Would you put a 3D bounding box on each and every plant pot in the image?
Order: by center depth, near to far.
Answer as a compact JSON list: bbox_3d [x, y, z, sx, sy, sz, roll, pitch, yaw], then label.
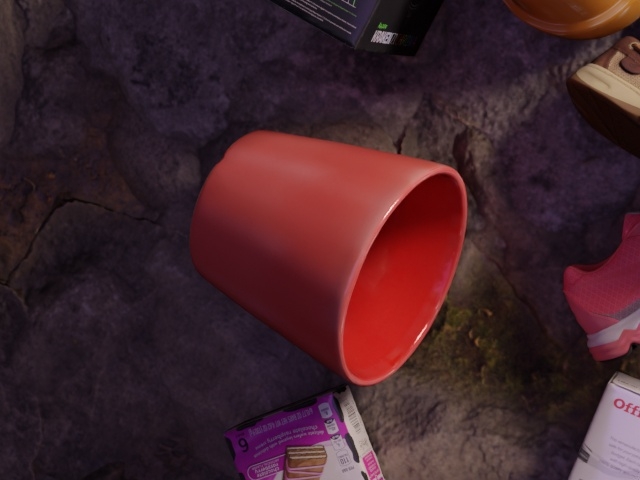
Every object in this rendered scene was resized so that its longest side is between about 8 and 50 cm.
[{"bbox_3d":[0.256,-0.330,1.686,0.205,0.188,0.205,0,89,31],"label":"plant pot"},{"bbox_3d":[0.000,0.000,1.801,0.243,0.275,0.275,24,103,26],"label":"plant pot"}]

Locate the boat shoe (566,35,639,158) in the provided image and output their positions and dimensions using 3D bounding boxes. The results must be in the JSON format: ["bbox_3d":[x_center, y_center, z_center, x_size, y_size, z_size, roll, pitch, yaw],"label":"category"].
[{"bbox_3d":[0.424,-0.120,1.674,0.123,0.123,0.342,-42,50,-11],"label":"boat shoe"}]

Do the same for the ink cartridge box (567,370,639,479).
[{"bbox_3d":[0.365,0.267,1.786,0.139,0.082,0.191,23,101,15],"label":"ink cartridge box"}]

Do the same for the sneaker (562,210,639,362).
[{"bbox_3d":[0.404,0.008,1.730,0.314,0.116,0.136,-35,82,19],"label":"sneaker"}]

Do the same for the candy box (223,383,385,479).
[{"bbox_3d":[-0.002,0.315,1.921,0.159,0.071,0.233,-23,88,19],"label":"candy box"}]

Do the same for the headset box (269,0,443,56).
[{"bbox_3d":[0.087,-0.362,1.732,0.131,0.246,0.283,31,103,14],"label":"headset box"}]
